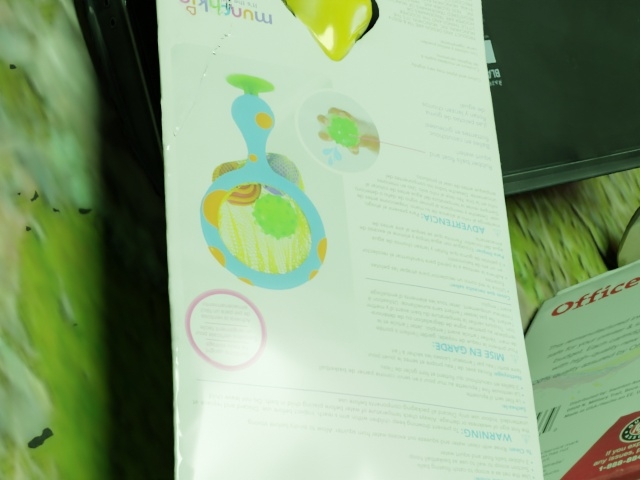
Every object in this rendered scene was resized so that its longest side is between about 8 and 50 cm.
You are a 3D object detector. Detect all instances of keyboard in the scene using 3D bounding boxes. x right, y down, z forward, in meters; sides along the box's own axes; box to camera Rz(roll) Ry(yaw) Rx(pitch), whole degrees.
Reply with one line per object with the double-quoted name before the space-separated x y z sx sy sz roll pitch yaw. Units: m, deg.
"keyboard" 0.035 -0.111 0.722 0.317 0.033 0.202 -11 84 -42

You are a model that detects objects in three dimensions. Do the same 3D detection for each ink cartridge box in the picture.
"ink cartridge box" 0.136 0.077 0.701 0.072 0.127 0.175 55 36 -14

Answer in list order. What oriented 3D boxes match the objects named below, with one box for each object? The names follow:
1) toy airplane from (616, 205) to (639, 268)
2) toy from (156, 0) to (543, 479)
"toy airplane" 0.382 0.077 0.801 0.386 0.384 0.272 59 29 -5
"toy" 0.000 0.000 0.601 0.136 0.056 0.237 9 65 -26
